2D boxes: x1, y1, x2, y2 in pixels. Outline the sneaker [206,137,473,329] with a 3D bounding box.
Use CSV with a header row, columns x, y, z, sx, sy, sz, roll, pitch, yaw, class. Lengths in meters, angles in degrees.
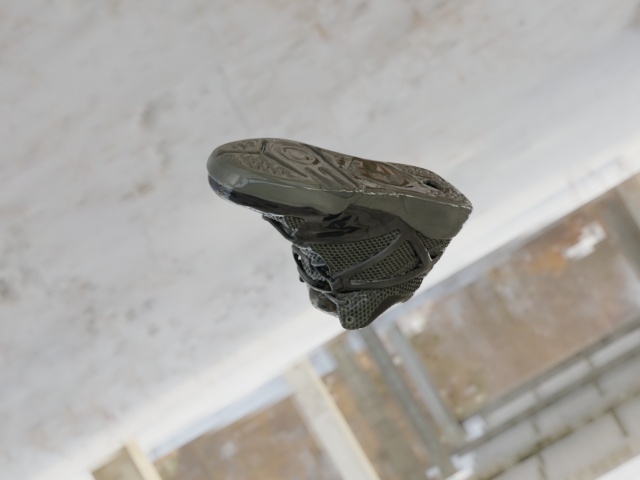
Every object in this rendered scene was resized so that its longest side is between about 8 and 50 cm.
x,y,z,sx,sy,sz,roll,pitch,yaw,class
0.000,0.000,1.337,0.227,0.087,0.130,11,113,-44,sneaker
